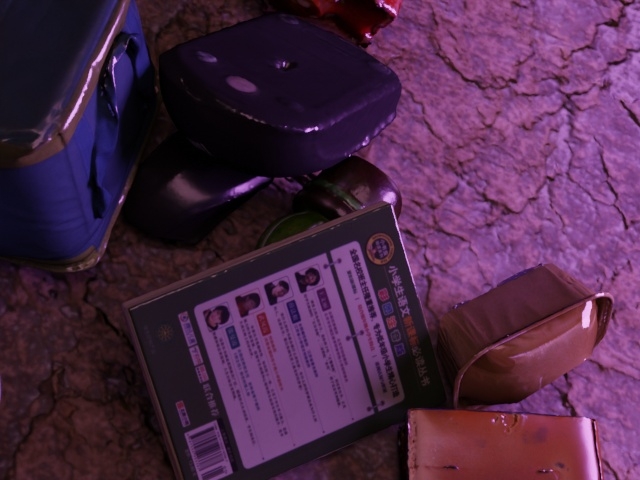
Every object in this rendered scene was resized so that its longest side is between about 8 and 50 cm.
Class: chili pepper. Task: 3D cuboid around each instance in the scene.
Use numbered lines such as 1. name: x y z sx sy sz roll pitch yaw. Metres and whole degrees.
1. chili pepper: 0.038 -0.312 1.980 0.144 0.136 0.253 4 52 28

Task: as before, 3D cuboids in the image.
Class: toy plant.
1. toy plant: 0.000 0.000 1.848 0.093 0.093 0.162 38 69 5

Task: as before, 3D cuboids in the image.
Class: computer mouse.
1. computer mouse: -0.110 -0.065 1.870 0.172 0.057 0.099 -32 70 -23
2. computer mouse: -0.045 -0.122 1.837 0.170 0.100 0.269 33 28 16

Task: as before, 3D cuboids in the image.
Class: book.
1. book: -0.027 0.102 1.780 0.264 0.027 0.202 -22 106 -19

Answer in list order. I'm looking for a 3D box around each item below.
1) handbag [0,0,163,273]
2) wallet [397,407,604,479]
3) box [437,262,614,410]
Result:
1. handbag: -0.264 -0.134 1.754 0.222 0.241 0.263 14 63 8
2. wallet: 0.166 0.235 1.814 0.195 0.042 0.161 1 73 -14
3. box: 0.188 0.094 1.842 0.177 0.111 0.111 -26 75 -20
